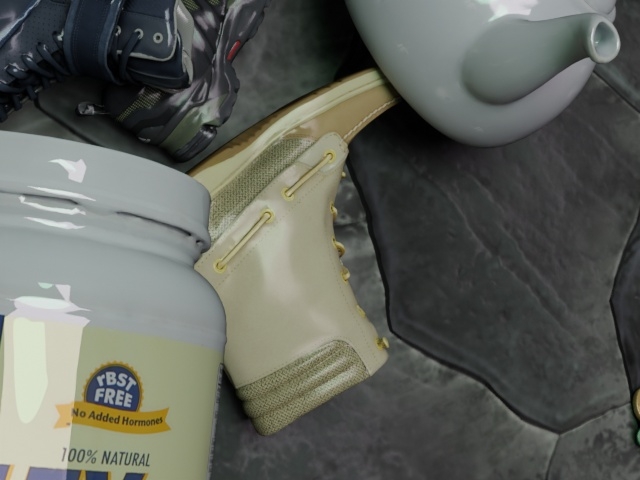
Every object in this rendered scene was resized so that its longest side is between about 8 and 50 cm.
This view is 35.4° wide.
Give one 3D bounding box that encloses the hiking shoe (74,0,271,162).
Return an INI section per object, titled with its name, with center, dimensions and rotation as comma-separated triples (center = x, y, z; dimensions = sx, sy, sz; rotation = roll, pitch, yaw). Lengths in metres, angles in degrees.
[hiking shoe]
center = -0.105, -0.179, 0.752
dimensions = 0.114, 0.086, 0.227
rotation = 23, 71, -27

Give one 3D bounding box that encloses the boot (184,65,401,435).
[boot]
center = 0.000, 0.000, 0.771
dimensions = 0.262, 0.095, 0.203
rotation = -38, 99, -27

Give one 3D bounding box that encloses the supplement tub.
[supplement tub]
center = -0.177, 0.121, 0.563
dimensions = 0.235, 0.235, 0.325
rotation = 10, 78, -27

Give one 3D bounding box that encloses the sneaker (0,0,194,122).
[sneaker]
center = -0.178, -0.108, 0.659
dimensions = 0.163, 0.086, 0.226
rotation = 25, 82, 1

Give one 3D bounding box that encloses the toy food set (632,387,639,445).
[toy food set]
center = 0.337, 0.180, 0.968
dimensions = 0.083, 0.020, 0.083
rotation = 5, 78, -29

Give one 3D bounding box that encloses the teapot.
[teapot]
center = 0.149, -0.214, 0.802
dimensions = 0.252, 0.187, 0.256
rotation = -11, 71, -57
